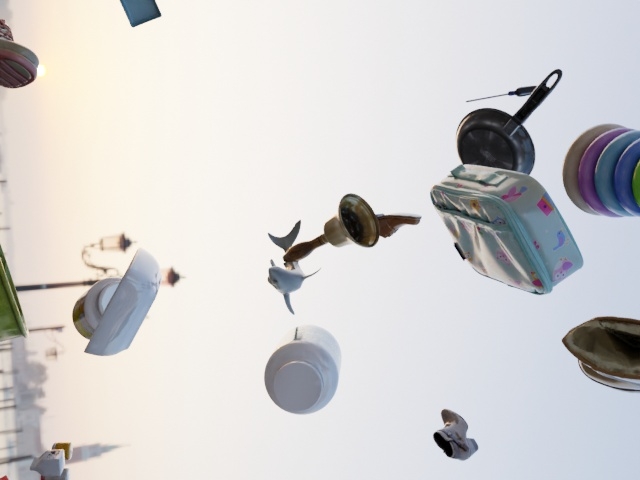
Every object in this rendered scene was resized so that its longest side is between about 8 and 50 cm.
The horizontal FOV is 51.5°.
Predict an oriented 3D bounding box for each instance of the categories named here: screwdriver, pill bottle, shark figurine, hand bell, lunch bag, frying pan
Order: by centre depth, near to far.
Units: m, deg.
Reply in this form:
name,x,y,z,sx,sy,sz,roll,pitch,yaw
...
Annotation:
name,x,y,z,sx,sy,sz,roll,pitch,yaw
lunch bag,0.314,-0.029,1.183,0.224,0.108,0.279,54,-10,-19
pill bottle,-0.423,0.139,1.332,0.215,0.117,0.117,-23,-108,58
pill bottle,-0.033,0.260,1.334,0.264,0.146,0.146,-43,131,-86
frying pan,0.419,-0.214,1.434,0.326,0.053,0.197,-20,-75,55
hand bell,0.000,0.000,1.475,0.242,0.126,0.126,-27,-113,38
screwdriver,0.419,-0.336,1.528,0.025,0.170,0.024,98,-18,-78
shark figurine,-0.055,0.068,1.668,0.278,0.116,0.166,-86,151,-65

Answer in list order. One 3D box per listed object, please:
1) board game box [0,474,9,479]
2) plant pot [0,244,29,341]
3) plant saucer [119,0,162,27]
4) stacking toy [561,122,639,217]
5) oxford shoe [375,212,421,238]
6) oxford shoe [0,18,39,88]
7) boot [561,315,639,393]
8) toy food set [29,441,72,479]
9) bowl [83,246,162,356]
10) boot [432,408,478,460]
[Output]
name,x,y,z,sx,sy,sz,roll,pitch,yaw
board game box,-0.456,0.414,0.833,0.146,0.193,0.045,53,-45,10
plant pot,-0.915,0.110,1.537,0.366,0.353,0.366,47,-33,45
plant saucer,-0.382,-0.523,1.305,0.018,0.067,0.192,-113,-178,-63
stacking toy,0.467,-0.078,0.865,0.330,0.141,0.141,-141,-128,-72
oxford shoe,0.209,-0.045,1.939,0.212,0.076,0.076,-3,-88,46
oxford shoe,-0.645,-0.385,1.281,0.348,0.123,0.130,18,-108,32
boot,0.383,0.142,0.837,0.236,0.270,0.089,-2,-106,48
toy food set,-0.604,0.516,1.402,0.232,0.105,0.111,-114,-155,-73
bowl,-0.267,0.088,0.927,0.142,0.053,0.142,-61,-166,10
boot,0.242,0.362,1.246,0.118,0.087,0.042,46,-63,44
